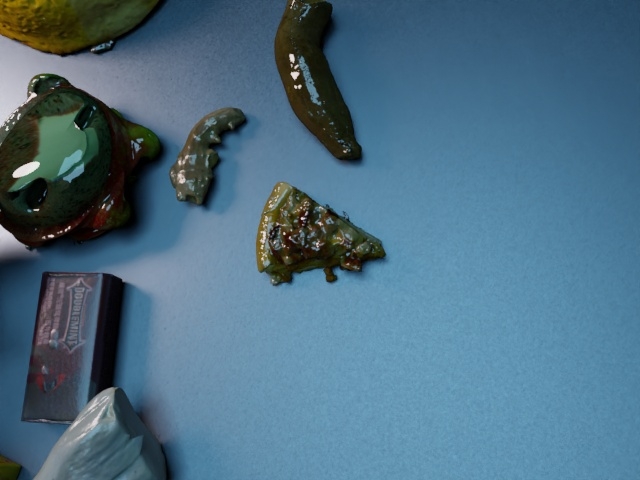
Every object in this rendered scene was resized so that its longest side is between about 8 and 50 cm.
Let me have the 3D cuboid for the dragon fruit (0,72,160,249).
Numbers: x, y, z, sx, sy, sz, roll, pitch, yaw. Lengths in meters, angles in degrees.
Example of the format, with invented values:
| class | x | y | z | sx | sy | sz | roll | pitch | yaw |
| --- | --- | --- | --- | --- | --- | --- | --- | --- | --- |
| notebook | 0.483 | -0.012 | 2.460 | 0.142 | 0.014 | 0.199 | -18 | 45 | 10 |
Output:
| class | x | y | z | sx | sy | sz | roll | pitch | yaw |
| --- | --- | --- | --- | --- | --- | --- | --- | --- | --- |
| dragon fruit | -0.400 | -0.119 | 1.138 | 0.295 | 0.130 | 0.269 | -25 | 69 | 4 |

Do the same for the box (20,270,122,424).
| class | x | y | z | sx | sy | sz | roll | pitch | yaw |
| --- | --- | --- | --- | --- | --- | --- | --- | --- | --- |
| box | -0.368 | 0.160 | 1.092 | 0.120 | 0.069 | 0.224 | 2 | 76 | 11 |

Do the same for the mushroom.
| class | x | y | z | sx | sy | sz | roll | pitch | yaw |
| --- | --- | --- | --- | --- | --- | --- | --- | --- | --- |
| mushroom | -0.364 | 0.356 | 1.016 | 0.328 | 0.122 | 0.159 | -36 | 81 | 3 |

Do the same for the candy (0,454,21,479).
| class | x | y | z | sx | sy | sz | roll | pitch | yaw |
| --- | --- | --- | --- | --- | --- | --- | --- | --- | --- |
| candy | -0.595 | 0.309 | 1.059 | 0.275 | 0.146 | 0.088 | 23 | 81 | 16 |

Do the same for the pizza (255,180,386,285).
| class | x | y | z | sx | sy | sz | roll | pitch | yaw |
| --- | --- | --- | --- | --- | --- | --- | --- | --- | --- |
| pizza | 0.000 | -0.002 | 1.060 | 0.193 | 0.069 | 0.154 | 10 | 78 | 14 |

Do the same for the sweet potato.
| class | x | y | z | sx | sy | sz | roll | pitch | yaw |
| --- | --- | --- | --- | --- | --- | --- | --- | --- | --- |
| sweet potato | -0.004 | -0.253 | 1.114 | 0.112 | 0.085 | 0.286 | -18 | 75 | 1 |

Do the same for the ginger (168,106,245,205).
| class | x | y | z | sx | sy | sz | roll | pitch | yaw |
| --- | --- | --- | --- | --- | --- | --- | --- | --- | --- |
| ginger | -0.181 | -0.137 | 1.138 | 0.069 | 0.051 | 0.174 | 22 | 83 | 11 |

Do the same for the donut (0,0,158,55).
| class | x | y | z | sx | sy | sz | roll | pitch | yaw |
| --- | --- | --- | --- | --- | --- | --- | --- | --- | --- |
| donut | -0.419 | -0.533 | 1.217 | 0.377 | 0.163 | 0.435 | 33 | 85 | 15 |
